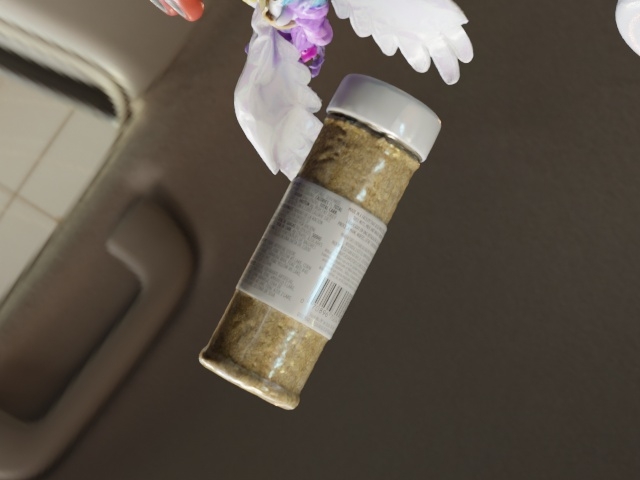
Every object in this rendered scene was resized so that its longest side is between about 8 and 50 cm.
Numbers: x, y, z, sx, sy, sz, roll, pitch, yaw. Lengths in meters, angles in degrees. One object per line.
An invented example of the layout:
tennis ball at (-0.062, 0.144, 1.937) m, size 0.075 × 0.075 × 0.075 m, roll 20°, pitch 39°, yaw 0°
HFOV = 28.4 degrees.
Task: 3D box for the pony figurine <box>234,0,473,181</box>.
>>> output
pony figurine at (-0.036, -0.285, 1.528) m, size 0.303 × 0.351 × 0.363 m, roll -40°, pitch -137°, yaw 6°

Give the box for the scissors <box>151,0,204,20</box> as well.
scissors at (-0.196, -0.262, 0.899) m, size 0.021 × 0.297 × 0.109 m, roll -46°, pitch -168°, yaw -2°

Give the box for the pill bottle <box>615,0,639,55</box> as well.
pill bottle at (0.344, -0.261, 0.984) m, size 0.153 × 0.153 × 0.265 m, roll 5°, pitch -112°, yaw 57°

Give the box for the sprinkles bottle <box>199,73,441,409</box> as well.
sprinkles bottle at (0.000, 0.000, 1.364) m, size 0.121 × 0.121 × 0.355 m, roll 18°, pitch -101°, yaw 59°
